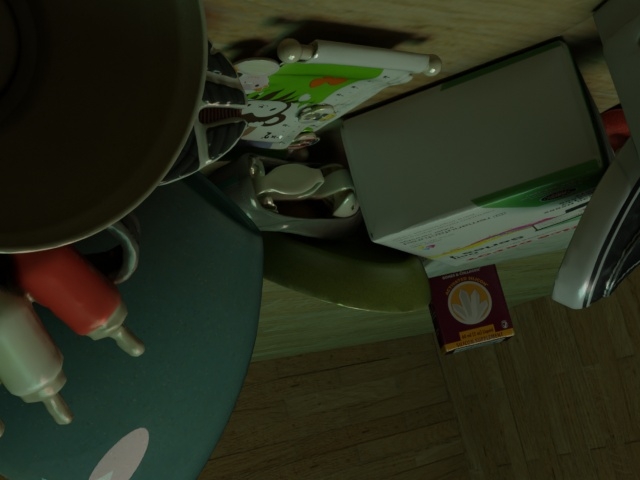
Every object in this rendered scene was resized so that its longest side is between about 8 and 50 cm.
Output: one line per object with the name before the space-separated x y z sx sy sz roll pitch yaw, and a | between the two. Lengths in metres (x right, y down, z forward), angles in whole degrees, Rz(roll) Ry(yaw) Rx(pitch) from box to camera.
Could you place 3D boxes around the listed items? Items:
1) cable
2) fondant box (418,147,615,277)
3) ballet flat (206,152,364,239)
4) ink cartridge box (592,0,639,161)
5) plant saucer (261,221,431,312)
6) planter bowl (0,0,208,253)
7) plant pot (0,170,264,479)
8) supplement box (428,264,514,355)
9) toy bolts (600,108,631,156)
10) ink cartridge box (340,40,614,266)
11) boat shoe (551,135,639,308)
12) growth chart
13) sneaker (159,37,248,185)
cable | -0.189 -0.020 0.461 0.139 0.072 0.287 -32 128 1
fondant box | 0.280 -0.044 1.210 0.330 0.096 0.238 -12 169 -14
ballet flat | -0.008 -0.040 0.838 0.068 0.072 0.213 -30 163 36
ink cartridge box | 0.314 -0.142 0.683 0.176 0.127 0.128 -9 168 -17
plant saucer | 0.000 0.000 0.933 0.241 0.037 0.241 17 -164 -5
planter bowl | -0.143 -0.083 0.399 0.162 0.162 0.109 -6 -168 -37
plant pot | -0.155 0.028 0.691 0.195 0.290 0.290 -50 164 4
supplement box | 0.207 0.065 1.412 0.104 0.188 0.081 -14 168 -1
toy bolts | 0.425 -0.081 0.998 0.159 0.218 0.228 -14 -171 -32
ink cartridge box | 0.168 -0.065 0.904 0.201 0.117 0.278 -19 168 19
boat shoe | 0.301 -0.051 0.778 0.301 0.102 0.108 -48 156 -20
growth chart | -0.026 -0.100 0.729 0.172 0.021 0.237 -7 170 -34
sneaker | -0.184 -0.073 0.565 0.279 0.107 0.118 -9 -173 -9
